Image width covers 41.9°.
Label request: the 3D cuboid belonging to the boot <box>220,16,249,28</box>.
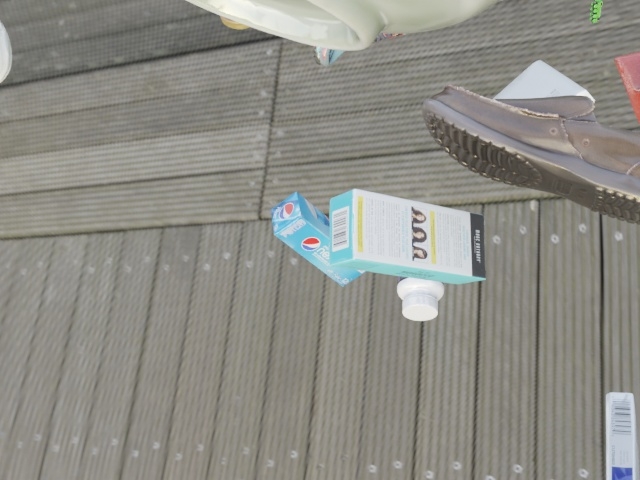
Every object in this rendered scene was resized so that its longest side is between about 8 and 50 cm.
[{"bbox_3d":[-0.128,-0.521,1.368,0.089,0.269,0.236,14,64,17],"label":"boot"}]

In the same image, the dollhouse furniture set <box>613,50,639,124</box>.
[{"bbox_3d":[0.394,-0.204,0.744,0.201,0.374,0.152,-17,87,50],"label":"dollhouse furniture set"}]

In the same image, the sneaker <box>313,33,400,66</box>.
[{"bbox_3d":[0.097,-0.396,1.468,0.125,0.104,0.262,42,93,6],"label":"sneaker"}]

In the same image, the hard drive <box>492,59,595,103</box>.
[{"bbox_3d":[0.391,-0.242,1.607,0.203,0.040,0.307,-42,16,14],"label":"hard drive"}]

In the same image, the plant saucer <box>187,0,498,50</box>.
[{"bbox_3d":[-0.046,-0.217,0.585,0.400,0.400,0.100,21,94,31],"label":"plant saucer"}]

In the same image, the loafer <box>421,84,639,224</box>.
[{"bbox_3d":[0.321,-0.140,1.166,0.366,0.134,0.130,23,77,8],"label":"loafer"}]

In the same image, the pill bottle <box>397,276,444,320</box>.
[{"bbox_3d":[0.230,0.081,1.916,0.108,0.108,0.193,-10,55,23],"label":"pill bottle"}]

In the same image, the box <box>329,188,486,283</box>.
[{"bbox_3d":[0.128,-0.001,1.196,0.060,0.244,0.100,-18,67,54],"label":"box"}]

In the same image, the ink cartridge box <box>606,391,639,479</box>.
[{"bbox_3d":[0.476,0.390,1.307,0.045,0.224,0.223,-2,48,21],"label":"ink cartridge box"}]

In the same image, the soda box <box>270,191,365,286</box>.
[{"bbox_3d":[0.000,0.000,1.587,0.067,0.210,0.071,-34,41,21],"label":"soda box"}]

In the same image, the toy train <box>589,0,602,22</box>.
[{"bbox_3d":[0.632,-0.536,1.912,0.023,0.083,0.017,-18,43,-8],"label":"toy train"}]

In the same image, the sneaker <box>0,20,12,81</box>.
[{"bbox_3d":[-0.347,-0.214,0.671,0.094,0.235,0.153,-32,23,-4],"label":"sneaker"}]
